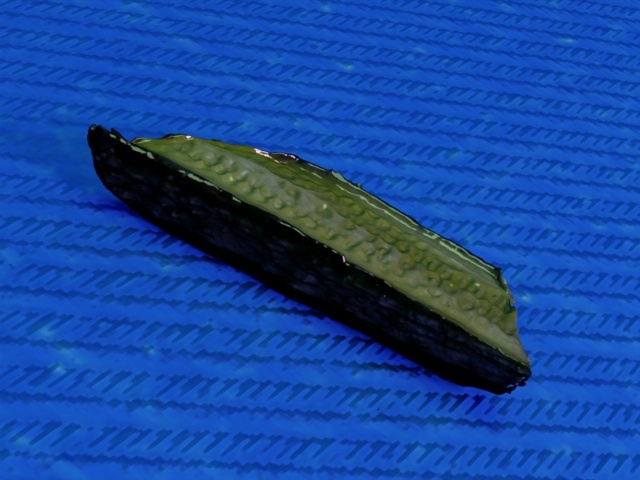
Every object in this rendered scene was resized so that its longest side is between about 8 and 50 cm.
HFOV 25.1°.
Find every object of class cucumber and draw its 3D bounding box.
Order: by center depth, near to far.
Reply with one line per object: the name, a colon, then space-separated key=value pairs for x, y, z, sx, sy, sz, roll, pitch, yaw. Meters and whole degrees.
cucumber: x=0.000 y=0.000 z=0.640 sx=0.220 sy=0.046 sz=0.070 roll=30 pitch=38 yaw=10
